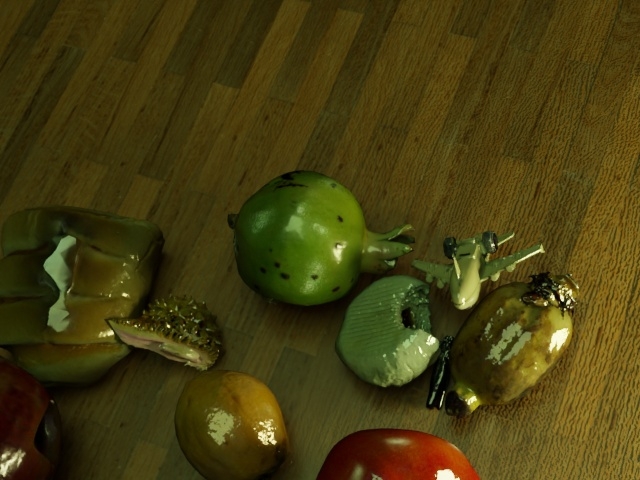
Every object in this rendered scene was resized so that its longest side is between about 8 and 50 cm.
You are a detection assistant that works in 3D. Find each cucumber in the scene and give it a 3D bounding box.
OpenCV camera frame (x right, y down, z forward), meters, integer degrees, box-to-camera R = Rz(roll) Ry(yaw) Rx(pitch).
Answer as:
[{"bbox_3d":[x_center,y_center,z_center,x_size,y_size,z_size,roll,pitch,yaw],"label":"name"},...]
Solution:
[{"bbox_3d":[0.214,0.233,1.937,0.033,0.034,0.135,11,66,10],"label":"cucumber"}]

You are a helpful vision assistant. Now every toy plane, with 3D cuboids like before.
[{"bbox_3d":[0.264,0.044,1.925,0.242,0.256,0.104,-7,103,22],"label":"toy plane"}]

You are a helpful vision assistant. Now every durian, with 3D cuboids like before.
[{"bbox_3d":[-0.268,0.158,1.972,0.224,0.078,0.140,9,75,-31],"label":"durian"}]

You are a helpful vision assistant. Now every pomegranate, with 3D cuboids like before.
[{"bbox_3d":[0.000,0.000,1.978,0.341,0.260,0.260,0,64,4],"label":"pomegranate"}]

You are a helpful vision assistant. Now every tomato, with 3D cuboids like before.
[{"bbox_3d":[0.111,0.426,1.748,0.298,0.298,0.226,-46,25,-13],"label":"tomato"}]

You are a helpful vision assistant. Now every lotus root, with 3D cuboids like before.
[{"bbox_3d":[0.320,0.181,1.885,0.314,0.141,0.169,-46,61,-4],"label":"lotus root"}]

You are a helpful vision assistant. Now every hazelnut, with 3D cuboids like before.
[{"bbox_3d":[-0.653,0.374,1.851,0.429,0.402,0.402,7,65,19],"label":"hazelnut"}]

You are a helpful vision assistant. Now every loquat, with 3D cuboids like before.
[{"bbox_3d":[-0.146,0.323,1.876,0.187,0.176,0.234,-15,64,-45],"label":"loquat"}]

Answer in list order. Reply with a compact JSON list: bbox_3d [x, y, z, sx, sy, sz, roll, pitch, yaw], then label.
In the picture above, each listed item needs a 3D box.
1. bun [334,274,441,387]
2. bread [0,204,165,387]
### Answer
[{"bbox_3d":[0.134,0.168,1.932,0.204,0.126,0.212,5,55,40],"label":"bun"},{"bbox_3d":[-0.471,0.098,2.018,0.300,0.210,0.341,12,73,8],"label":"bread"}]
